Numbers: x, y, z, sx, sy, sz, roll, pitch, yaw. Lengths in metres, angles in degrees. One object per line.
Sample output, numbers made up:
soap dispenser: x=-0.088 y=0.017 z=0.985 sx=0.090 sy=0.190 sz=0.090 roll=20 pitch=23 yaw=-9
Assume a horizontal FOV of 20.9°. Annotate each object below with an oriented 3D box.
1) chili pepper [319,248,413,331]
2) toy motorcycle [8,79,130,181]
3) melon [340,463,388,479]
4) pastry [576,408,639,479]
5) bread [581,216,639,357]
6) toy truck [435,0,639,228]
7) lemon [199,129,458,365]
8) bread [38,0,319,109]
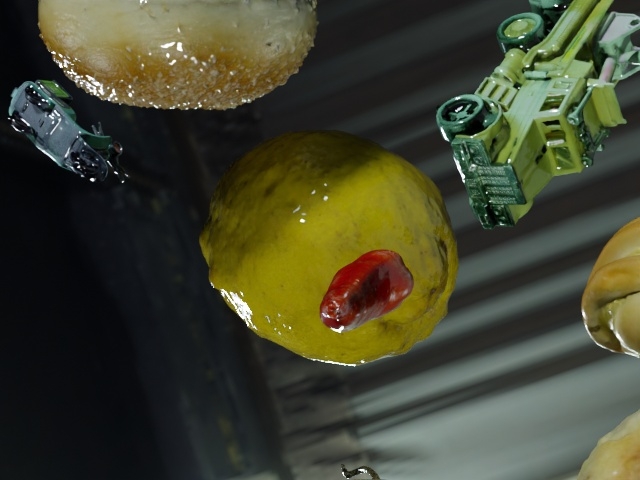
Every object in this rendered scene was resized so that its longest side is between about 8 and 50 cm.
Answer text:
chili pepper: x=0.041 y=0.049 z=1.670 sx=0.063 sy=0.071 sz=0.272 roll=32 pitch=-163 yaw=12
toy motorcycle: x=-0.294 y=-0.126 z=2.021 sx=0.173 sy=0.058 sz=0.100 roll=42 pitch=-158 yaw=24
melon: x=0.044 y=0.420 z=2.009 sx=0.272 sy=0.271 sz=0.308 roll=18 pitch=-104 yaw=-69
pastry: x=0.478 y=0.356 z=1.995 sx=0.389 sy=0.388 sz=0.313 roll=-94 pitch=-12 yaw=-46
bread: x=0.488 y=0.067 z=2.180 sx=0.270 sy=0.315 sz=0.211 roll=7 pitch=-85 yaw=-73
toy truck: x=0.218 y=-0.132 z=1.582 sx=0.259 sy=0.135 sz=0.128 roll=-50 pitch=-49 yaw=-31
lemon: x=0.005 y=0.001 z=1.997 sx=0.316 sy=0.285 sz=0.285 roll=46 pitch=-171 yaw=20
bread: x=-0.155 y=-0.225 z=1.886 sx=0.305 sy=0.305 sz=0.159 roll=-37 pitch=-48 yaw=-73
